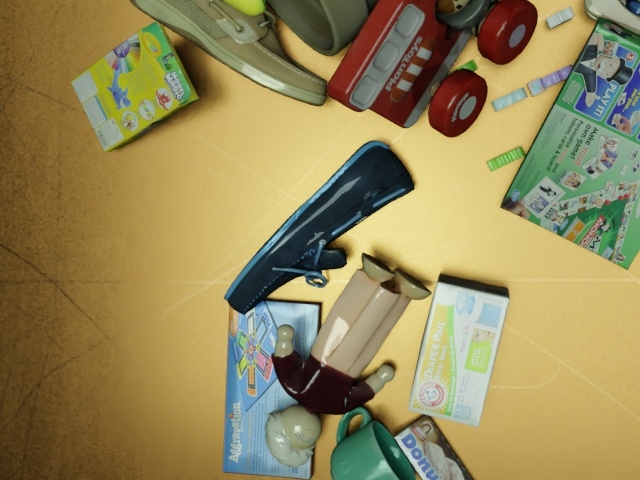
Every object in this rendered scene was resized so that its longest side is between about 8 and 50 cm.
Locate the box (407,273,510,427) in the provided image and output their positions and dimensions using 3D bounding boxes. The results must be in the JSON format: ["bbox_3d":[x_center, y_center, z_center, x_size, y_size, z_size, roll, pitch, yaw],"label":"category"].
[{"bbox_3d":[0.208,0.164,1.818,0.114,0.103,0.203,12,97,6],"label":"box"}]

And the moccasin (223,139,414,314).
[{"bbox_3d":[0.000,0.000,1.815,0.117,0.138,0.342,45,100,-3],"label":"moccasin"}]

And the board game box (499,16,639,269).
[{"bbox_3d":[0.421,-0.133,1.726,0.213,0.046,0.317,27,123,4],"label":"board game box"}]

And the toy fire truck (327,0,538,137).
[{"bbox_3d":[0.152,-0.296,1.681,0.169,0.254,0.302,38,101,27],"label":"toy fire truck"}]

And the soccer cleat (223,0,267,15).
[{"bbox_3d":[-0.185,-0.414,1.761,0.121,0.093,0.289,-37,69,-7],"label":"soccer cleat"}]

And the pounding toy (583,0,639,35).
[{"bbox_3d":[0.501,-0.349,1.699,0.269,0.155,0.154,27,100,7],"label":"pounding toy"}]

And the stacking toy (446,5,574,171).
[{"bbox_3d":[0.316,-0.225,1.791,0.221,0.052,0.167,-27,91,10],"label":"stacking toy"}]

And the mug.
[{"bbox_3d":[0.073,0.349,1.854,0.097,0.158,0.129,-34,115,10],"label":"mug"}]

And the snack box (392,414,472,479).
[{"bbox_3d":[0.188,0.361,1.873,0.064,0.022,0.178,-35,90,-8],"label":"snack box"}]

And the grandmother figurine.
[{"bbox_3d":[0.017,0.188,1.819,0.208,0.104,0.342,28,98,-13],"label":"grandmother figurine"}]

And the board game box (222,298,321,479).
[{"bbox_3d":[-0.077,0.233,1.903,0.145,0.027,0.281,4,96,6],"label":"board game box"}]

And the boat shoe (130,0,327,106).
[{"bbox_3d":[-0.124,-0.318,1.806,0.341,0.121,0.110,33,98,6],"label":"boat shoe"}]

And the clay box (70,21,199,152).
[{"bbox_3d":[-0.274,-0.233,1.818,0.222,0.053,0.127,-24,93,40],"label":"clay box"}]

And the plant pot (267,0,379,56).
[{"bbox_3d":[0.033,-0.469,1.698,0.280,0.323,0.323,-37,90,-6],"label":"plant pot"}]
